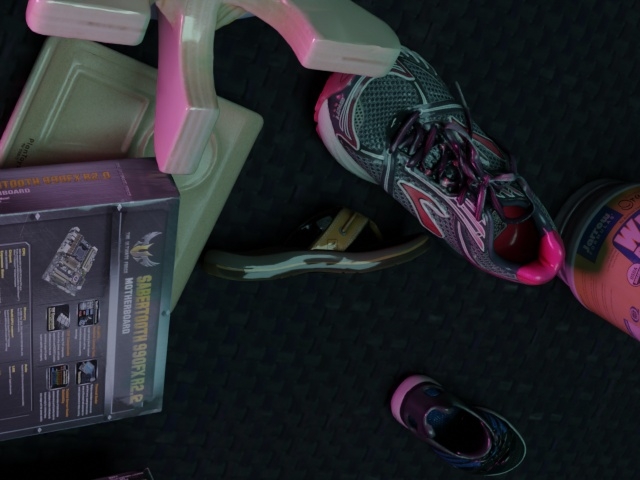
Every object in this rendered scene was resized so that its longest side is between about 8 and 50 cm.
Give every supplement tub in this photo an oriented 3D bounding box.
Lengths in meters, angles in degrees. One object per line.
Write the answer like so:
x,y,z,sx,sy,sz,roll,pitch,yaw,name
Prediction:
0.333,0.027,1.106,0.144,0.199,0.144,-12,117,-25,supplement tub

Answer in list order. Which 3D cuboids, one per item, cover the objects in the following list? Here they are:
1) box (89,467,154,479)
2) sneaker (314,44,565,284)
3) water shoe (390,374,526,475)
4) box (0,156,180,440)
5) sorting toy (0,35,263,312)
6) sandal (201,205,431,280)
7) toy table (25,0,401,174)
-0.245,0.279,0.945,0.190,0.045,0.184,-6,134,-34,box
0.117,-0.067,0.998,0.299,0.112,0.121,37,91,-35,sneaker
0.153,0.209,1.161,0.203,0.080,0.073,31,95,-35,water shoe
-0.208,0.050,0.861,0.183,0.056,0.231,-8,131,-22,box
-0.166,-0.048,0.898,0.208,0.038,0.193,19,102,-39,sorting toy
0.000,0.000,0.994,0.219,0.090,0.060,-3,91,-20,sandal
-0.075,-0.187,0.767,0.274,0.161,0.252,-6,142,-19,toy table
